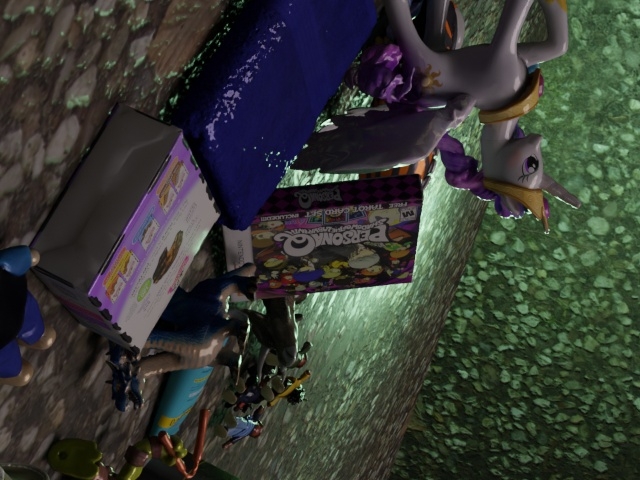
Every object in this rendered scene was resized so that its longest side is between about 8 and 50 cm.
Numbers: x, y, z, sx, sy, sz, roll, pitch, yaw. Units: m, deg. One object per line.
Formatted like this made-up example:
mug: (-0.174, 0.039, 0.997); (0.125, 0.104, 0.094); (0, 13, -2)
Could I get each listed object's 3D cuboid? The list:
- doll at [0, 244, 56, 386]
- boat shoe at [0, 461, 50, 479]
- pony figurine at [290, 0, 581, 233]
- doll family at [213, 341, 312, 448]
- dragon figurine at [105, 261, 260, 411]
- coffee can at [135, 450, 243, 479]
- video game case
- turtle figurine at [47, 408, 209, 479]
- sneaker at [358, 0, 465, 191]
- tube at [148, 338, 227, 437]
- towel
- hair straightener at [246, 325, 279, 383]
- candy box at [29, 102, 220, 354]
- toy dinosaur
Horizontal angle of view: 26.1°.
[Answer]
doll: (-0.260, 0.063, 1.089); (0.129, 0.046, 0.189); (-61, 167, -20)
boat shoe: (-0.295, 0.219, 1.113); (0.094, 0.109, 0.302); (-69, 163, 9)
pony figurine: (0.142, -0.190, 1.660); (0.303, 0.350, 0.364); (-54, 145, -71)
doll family: (-0.078, 0.223, 1.966); (0.193, 0.076, 0.111); (-35, 165, 11)
dragon figurine: (-0.144, 0.075, 1.466); (0.289, 0.144, 0.085); (-80, -177, -55)
coffee can: (-0.122, 0.398, 1.718); (0.202, 0.275, 0.201); (-59, 166, -25)
video game case: (0.000, 0.000, 1.623); (0.210, 0.232, 0.042); (92, -9, -61)
turtle figurine: (-0.232, 0.270, 1.481); (0.269, 0.087, 0.217); (-54, 158, -8)
sneaker: (0.099, -0.195, 1.885); (0.180, 0.124, 0.321); (1, 101, -71)
tube: (-0.163, 0.170, 1.668); (0.080, 0.052, 0.207); (-27, 147, -54)
towel: (-0.050, -0.183, 1.422); (0.308, 0.076, 0.228); (-60, 159, -20)
hair straightener: (-0.077, 0.162, 2.009); (0.089, 0.047, 0.230); (-36, 166, -9)
candy box: (-0.173, -0.005, 1.249); (0.165, 0.070, 0.196); (-61, 166, -15)
toy dinosaur: (-0.029, 0.027, 1.836); (0.160, 0.121, 0.313); (-54, -173, 38)
